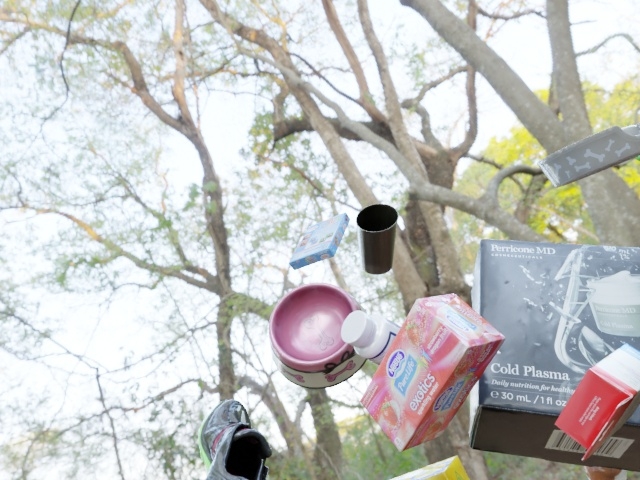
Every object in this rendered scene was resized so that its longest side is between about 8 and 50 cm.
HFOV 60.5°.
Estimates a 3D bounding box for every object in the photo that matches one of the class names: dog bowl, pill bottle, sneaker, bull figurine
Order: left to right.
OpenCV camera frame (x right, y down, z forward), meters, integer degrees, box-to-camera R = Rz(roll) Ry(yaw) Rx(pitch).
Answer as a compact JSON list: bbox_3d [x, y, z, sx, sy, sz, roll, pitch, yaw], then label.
[{"bbox_3d":[-0.208,0.559,1.428,0.185,0.483,0.202,43,-85,-17],"label":"sneaker"},{"bbox_3d":[-0.013,0.336,2.062,0.408,0.407,0.150,-24,-37,-3],"label":"dog bowl"},{"bbox_3d":[0.146,0.245,1.348,0.187,0.112,0.112,32,-58,-30],"label":"pill bottle"},{"bbox_3d":[0.862,-0.267,1.703,0.349,0.102,0.349,-21,-6,-2],"label":"dog bowl"},{"bbox_3d":[0.849,0.642,1.642,0.101,0.310,0.188,32,-67,-30],"label":"bull figurine"}]

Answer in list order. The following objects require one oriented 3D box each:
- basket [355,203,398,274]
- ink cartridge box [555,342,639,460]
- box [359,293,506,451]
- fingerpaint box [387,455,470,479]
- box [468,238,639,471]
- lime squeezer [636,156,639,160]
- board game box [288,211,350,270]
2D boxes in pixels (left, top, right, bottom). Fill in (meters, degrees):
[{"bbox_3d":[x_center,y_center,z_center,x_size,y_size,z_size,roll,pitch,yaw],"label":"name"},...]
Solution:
[{"bbox_3d":[0.217,0.005,2.108,0.204,0.154,0.226,-56,-29,-49],"label":"basket"},{"bbox_3d":[0.503,0.279,0.966,0.231,0.078,0.134,-8,-56,-43],"label":"ink cartridge box"},{"bbox_3d":[0.229,0.277,1.165,0.142,0.154,0.299,-1,-55,-42],"label":"box"},{"bbox_3d":[0.350,1.002,1.883,0.445,0.370,0.163,-34,-16,27],"label":"fingerpaint box"},{"bbox_3d":[0.627,0.275,1.368,0.481,0.471,0.297,3,-39,12],"label":"box"},{"bbox_3d":[1.084,-0.229,1.846,0.110,0.310,0.059,-43,6,16],"label":"lime squeezer"},{"bbox_3d":[0.000,0.000,1.786,0.160,0.211,0.039,-21,-64,31],"label":"board game box"}]
